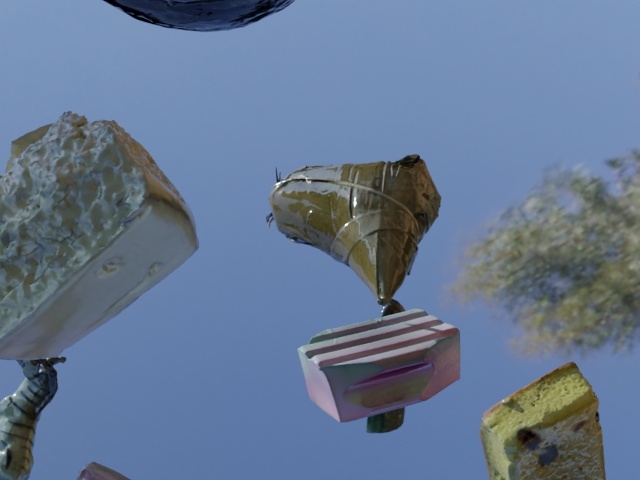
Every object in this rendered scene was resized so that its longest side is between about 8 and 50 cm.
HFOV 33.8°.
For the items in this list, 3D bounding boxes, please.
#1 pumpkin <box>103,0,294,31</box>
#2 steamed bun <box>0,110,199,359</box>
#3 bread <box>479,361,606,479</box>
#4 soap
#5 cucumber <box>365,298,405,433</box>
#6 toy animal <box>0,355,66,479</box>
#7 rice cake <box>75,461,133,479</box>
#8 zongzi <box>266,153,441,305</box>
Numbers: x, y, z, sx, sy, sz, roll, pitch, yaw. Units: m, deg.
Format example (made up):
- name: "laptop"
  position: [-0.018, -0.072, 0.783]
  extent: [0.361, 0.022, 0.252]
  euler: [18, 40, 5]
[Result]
- name: "pumpkin"
  position: [-0.042, -0.174, 0.381]
  extent: [0.140, 0.202, 0.202]
  euler: [3, -128, 4]
- name: "steamed bun"
  position: [-0.236, -0.006, 0.899]
  extent: [0.170, 0.225, 0.200]
  euler: [51, -179, 14]
- name: "bread"
  position: [0.289, 0.324, 1.325]
  extent: [0.138, 0.361, 0.077]
  euler: [-23, -144, -11]
- name: "soap"
  position: [0.053, 0.111, 0.943]
  extent: [0.149, 0.100, 0.056]
  euler: [-12, -74, -25]
- name: "cucumber"
  position: [0.135, 0.232, 1.980]
  extent: [0.115, 0.063, 0.243]
  euler: [-33, -53, -70]
- name: "toy animal"
  position: [-0.431, 0.269, 1.481]
  extent: [0.073, 0.176, 0.216]
  euler: [28, -130, -46]
- name: "rice cake"
  position: [-0.136, 0.295, 1.044]
  extent: [0.270, 0.049, 0.055]
  euler: [26, -137, 15]
- name: "zongzi"
  position: [0.000, 0.000, 0.941]
  extent: [0.178, 0.189, 0.081]
  euler: [-64, -37, -46]
